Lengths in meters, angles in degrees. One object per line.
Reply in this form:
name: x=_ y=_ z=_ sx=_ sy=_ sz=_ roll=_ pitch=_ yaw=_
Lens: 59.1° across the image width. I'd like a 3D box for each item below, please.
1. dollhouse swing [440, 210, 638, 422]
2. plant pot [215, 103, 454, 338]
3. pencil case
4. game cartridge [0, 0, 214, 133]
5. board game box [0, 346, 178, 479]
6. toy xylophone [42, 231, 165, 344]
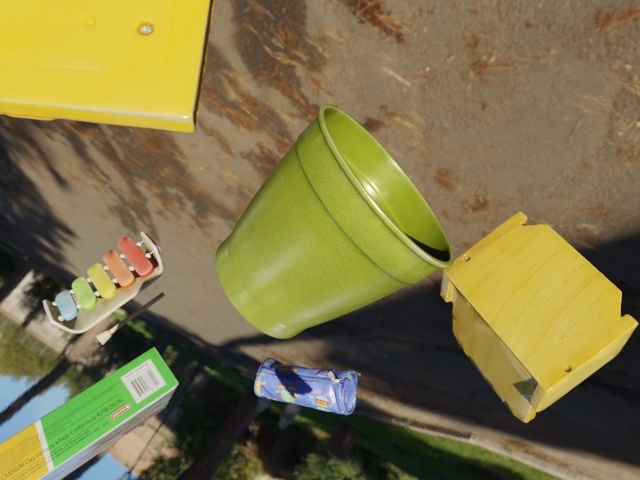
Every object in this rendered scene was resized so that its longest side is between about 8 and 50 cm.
dollhouse swing: x=0.485 y=0.195 z=1.311 sx=0.347 sy=0.315 sz=0.305 roll=54 pitch=-176 yaw=37
plant pot: x=0.000 y=0.000 z=1.076 sx=0.366 sy=0.353 sz=0.367 roll=42 pitch=-158 yaw=-22
pencil case: x=-0.041 y=0.415 z=1.628 sx=0.305 sy=0.119 sz=0.133 roll=4 pitch=137 yaw=22
game cartridge: x=-0.324 y=-0.295 z=0.803 sx=0.323 sy=0.286 sz=0.053 roll=5 pitch=157 yaw=-4
board game box: x=-0.346 y=0.283 z=0.856 sx=0.064 sy=0.242 sz=0.316 roll=54 pitch=153 yaw=7
toy xylophone: x=-0.523 y=0.121 z=1.420 sx=0.236 sy=0.322 sz=0.081 roll=26 pitch=151 yaw=43
